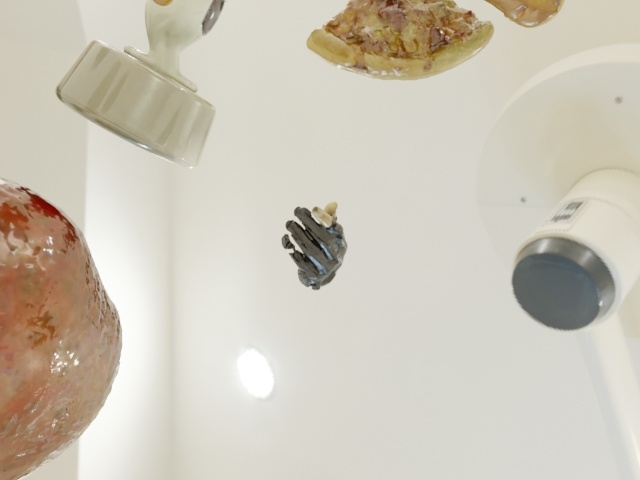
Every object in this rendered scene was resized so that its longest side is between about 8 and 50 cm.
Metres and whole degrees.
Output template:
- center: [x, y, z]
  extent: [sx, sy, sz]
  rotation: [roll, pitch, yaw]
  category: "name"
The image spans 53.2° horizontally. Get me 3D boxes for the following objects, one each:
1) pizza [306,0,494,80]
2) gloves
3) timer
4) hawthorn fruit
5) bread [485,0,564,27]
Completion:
- center: [0.139, -0.395, 1.140]
  extent: [0.086, 0.335, 0.226]
  rotation: [95, -8, -80]
  category: "pizza"
- center: [0.000, 0.003, 1.226]
  extent: [0.106, 0.129, 0.181]
  rotation: [52, -18, 25]
  category: "gloves"
- center: [-0.158, -0.237, 0.720]
  extent: [0.175, 0.175, 0.266]
  rotation: [31, -84, 25]
  category: "timer"
- center: [-0.346, 0.102, 0.504]
  extent: [0.284, 0.369, 0.285]
  rotation: [21, -51, 29]
  category: "hawthorn fruit"
- center: [0.282, -0.434, 1.019]
  extent: [0.245, 0.094, 0.102]
  rotation: [42, -61, 9]
  category: "bread"
